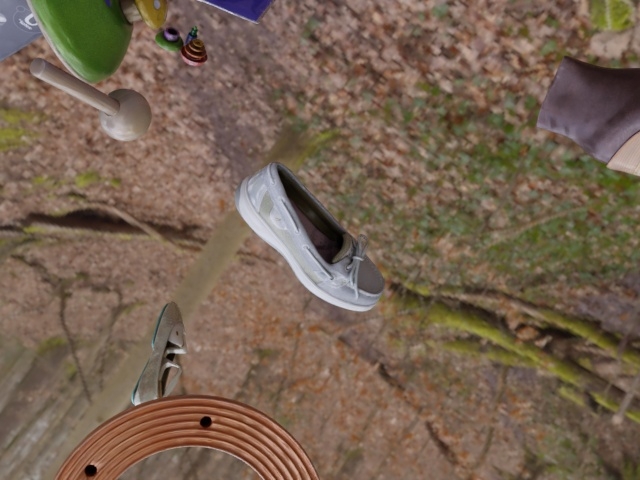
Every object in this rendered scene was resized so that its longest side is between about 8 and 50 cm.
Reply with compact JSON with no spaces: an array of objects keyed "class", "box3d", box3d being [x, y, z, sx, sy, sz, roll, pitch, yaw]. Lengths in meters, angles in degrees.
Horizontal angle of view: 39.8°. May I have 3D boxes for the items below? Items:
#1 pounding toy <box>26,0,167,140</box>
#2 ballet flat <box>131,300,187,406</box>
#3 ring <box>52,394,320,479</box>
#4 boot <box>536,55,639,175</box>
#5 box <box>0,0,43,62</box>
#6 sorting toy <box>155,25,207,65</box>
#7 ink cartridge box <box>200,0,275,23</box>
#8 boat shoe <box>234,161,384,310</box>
[{"class":"pounding toy","box3d":[-0.204,-0.235,0.865,0.183,0.110,0.237,52,-158,-67]},{"class":"ballet flat","box3d":[-0.215,0.166,1.251,0.052,0.168,0.057,7,151,14]},{"class":"ring","box3d":[-0.157,0.343,1.034,0.336,0.336,0.032,38,178,-13]},{"class":"boot","box3d":[0.449,-0.229,1.302,0.207,0.090,0.248,33,123,21]},{"class":"box","box3d":[-0.479,-0.333,1.192,0.270,0.165,0.143,-21,145,28]},{"class":"sorting toy","box3d":[-0.236,-0.348,1.539,0.102,0.061,0.042,34,132,5]},{"class":"ink cartridge box","box3d":[-0.111,-0.271,0.730,0.208,0.206,0.045,20,132,3]},{"class":"boat shoe","box3d":[0.000,-0.003,1.480,0.320,0.118,0.103,45,132,-17]}]
